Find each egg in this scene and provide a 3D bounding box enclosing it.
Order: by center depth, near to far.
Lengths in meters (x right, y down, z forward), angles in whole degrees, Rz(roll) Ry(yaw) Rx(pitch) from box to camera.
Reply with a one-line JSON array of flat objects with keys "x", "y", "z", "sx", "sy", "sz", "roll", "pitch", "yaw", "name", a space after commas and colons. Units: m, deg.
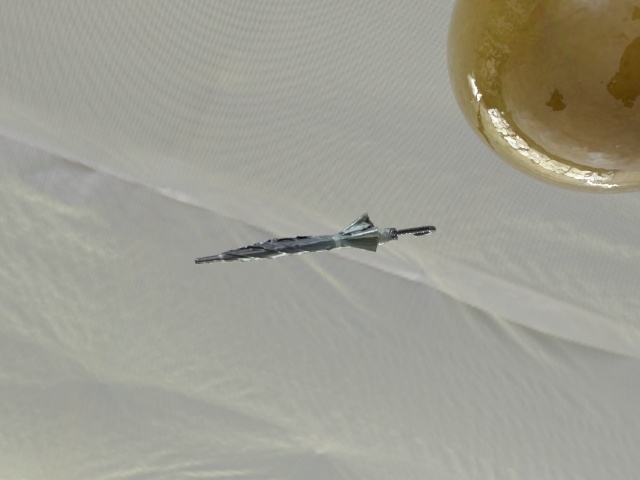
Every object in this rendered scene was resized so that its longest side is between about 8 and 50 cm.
[{"x": 0.260, "y": -0.169, "z": 0.739, "sx": 0.322, "sy": 0.250, "sz": 0.250, "roll": -19, "pitch": -55, "yaw": -9, "name": "egg"}]

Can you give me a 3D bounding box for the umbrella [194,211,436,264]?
[{"x": 0.002, "y": -0.001, "z": 0.959, "sx": 0.268, "sy": 0.044, "sz": 0.044, "roll": -7, "pitch": -13, "yaw": -19, "name": "umbrella"}]
